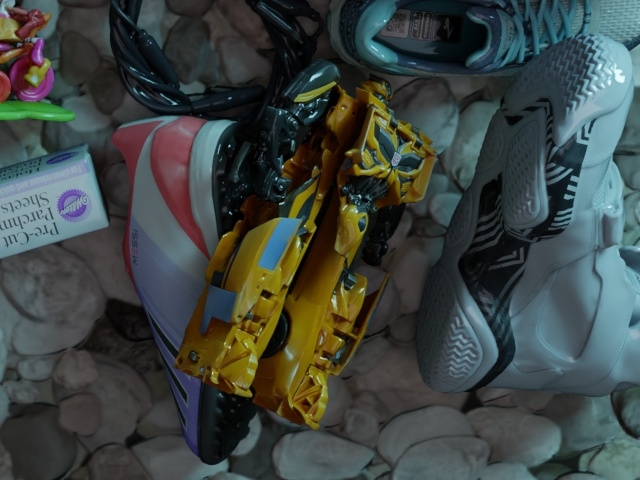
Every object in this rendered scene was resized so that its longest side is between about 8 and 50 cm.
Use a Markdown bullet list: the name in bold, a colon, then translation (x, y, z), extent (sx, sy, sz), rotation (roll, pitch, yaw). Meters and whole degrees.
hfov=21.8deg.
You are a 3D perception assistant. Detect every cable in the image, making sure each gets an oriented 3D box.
- **cable**: translation (-0.099, -0.167, 1.394), extent (0.184, 0.047, 0.150), rotation (26, 106, -16)

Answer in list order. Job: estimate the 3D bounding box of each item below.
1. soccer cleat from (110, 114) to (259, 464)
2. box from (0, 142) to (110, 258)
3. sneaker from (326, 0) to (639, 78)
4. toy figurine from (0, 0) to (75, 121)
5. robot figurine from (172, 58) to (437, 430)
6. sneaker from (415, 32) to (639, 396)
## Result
- **soccer cleat**: translation (-0.113, 0.043, 1.431), extent (0.116, 0.108, 0.318), rotation (9, 117, 21)
- **box**: translation (-0.341, -0.002, 1.398), extent (0.324, 0.063, 0.067), rotation (-16, 107, -2)
- **sneaker**: translation (0.151, -0.171, 1.376), extent (0.283, 0.122, 0.110), rotation (-6, 107, -5)
- **toy figurine**: translation (-0.269, -0.183, 1.336), extent (0.173, 0.130, 0.159), rotation (4, 100, -31)
- **robot figurine**: translation (0.000, 0.000, 1.366), extent (0.211, 0.085, 0.291), rotation (30, 83, -51)
- **sneaker**: translation (0.229, -0.005, 1.399), extent (0.210, 0.137, 0.366), rotation (11, 127, -15)
